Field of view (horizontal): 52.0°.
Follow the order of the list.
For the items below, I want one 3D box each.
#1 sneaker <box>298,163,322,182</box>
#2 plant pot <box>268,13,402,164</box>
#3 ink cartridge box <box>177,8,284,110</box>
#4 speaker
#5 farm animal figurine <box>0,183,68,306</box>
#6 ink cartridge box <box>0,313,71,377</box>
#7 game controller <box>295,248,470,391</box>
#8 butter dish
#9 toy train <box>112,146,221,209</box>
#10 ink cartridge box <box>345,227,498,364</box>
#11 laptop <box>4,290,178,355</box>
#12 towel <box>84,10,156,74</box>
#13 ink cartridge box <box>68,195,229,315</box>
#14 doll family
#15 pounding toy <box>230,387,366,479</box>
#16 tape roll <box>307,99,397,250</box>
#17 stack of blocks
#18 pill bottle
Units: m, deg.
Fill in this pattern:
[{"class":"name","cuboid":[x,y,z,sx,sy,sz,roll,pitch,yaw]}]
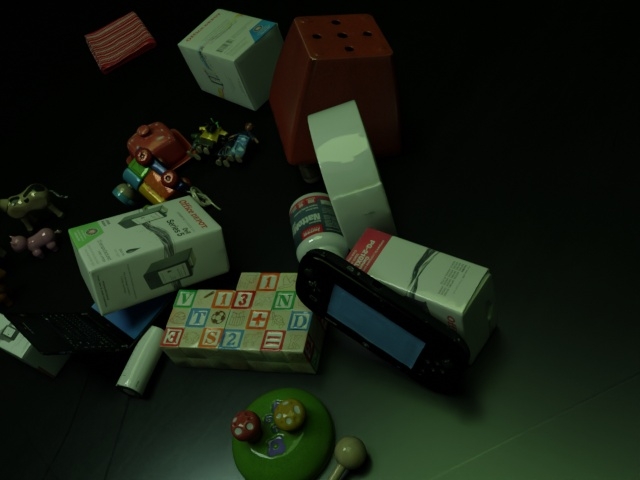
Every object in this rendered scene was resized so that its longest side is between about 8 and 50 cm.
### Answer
[{"class":"sneaker","cuboid":[-0.018,-0.224,1.541,0.066,0.071,0.189,-10,50,12]},{"class":"plant pot","cuboid":[0.037,-0.354,1.466,0.267,0.236,0.267,-7,47,-12]},{"class":"ink cartridge box","cuboid":[-0.226,-0.490,1.768,0.232,0.168,0.171,27,65,35]},{"class":"speaker","cuboid":[-0.350,0.238,1.299,0.055,0.055,0.136,4,54,23]},{"class":"farm animal figurine","cuboid":[-0.818,-0.004,1.589,0.326,0.172,0.331,-1,52,19]},{"class":"ink cartridge box","cuboid":[-0.620,0.219,1.377,0.150,0.109,0.063,15,64,30]},{"class":"game controller","cuboid":[0.095,0.136,1.094,0.319,0.167,0.067,33,48,14]},{"class":"butter dish","cuboid":[-0.429,-0.245,1.678,0.160,0.118,0.160,-37,49,-10]},{"class":"toy train","cuboid":[-0.372,-0.097,1.563,0.248,0.105,0.143,40,92,12]},{"class":"ink cartridge box","cuboid":[0.174,0.096,1.143,0.237,0.172,0.100,21,62,32]},{"class":"laptop","cuboid":[-0.467,0.128,1.342,0.234,0.264,0.137,18,99,47]},{"class":"towel","cuboid":[-0.662,-0.658,2.158,0.198,0.031,0.275,-31,48,-7]},{"class":"ink cartridge box","cuboid":[-0.354,0.022,1.361,0.272,0.115,0.198,-20,33,-24]},{"class":"doll family","cuboid":[-0.242,-0.252,1.641,0.192,0.076,0.111,18,60,9]},{"class":"pounding toy","cuboid":[-0.060,0.326,1.084,0.183,0.110,0.236,-44,51,-17]},{"class":"tape roll","cuboid":[0.065,-0.125,1.289,0.100,0.286,0.286,-17,49,6]},{"class":"stack of blocks","cuboid":[-0.140,0.155,1.267,0.296,0.087,0.171,-1,52,19]},{"class":"pill bottle","cuboid":[0.000,0.000,1.328,0.107,0.108,0.180,-18,48,6]}]
